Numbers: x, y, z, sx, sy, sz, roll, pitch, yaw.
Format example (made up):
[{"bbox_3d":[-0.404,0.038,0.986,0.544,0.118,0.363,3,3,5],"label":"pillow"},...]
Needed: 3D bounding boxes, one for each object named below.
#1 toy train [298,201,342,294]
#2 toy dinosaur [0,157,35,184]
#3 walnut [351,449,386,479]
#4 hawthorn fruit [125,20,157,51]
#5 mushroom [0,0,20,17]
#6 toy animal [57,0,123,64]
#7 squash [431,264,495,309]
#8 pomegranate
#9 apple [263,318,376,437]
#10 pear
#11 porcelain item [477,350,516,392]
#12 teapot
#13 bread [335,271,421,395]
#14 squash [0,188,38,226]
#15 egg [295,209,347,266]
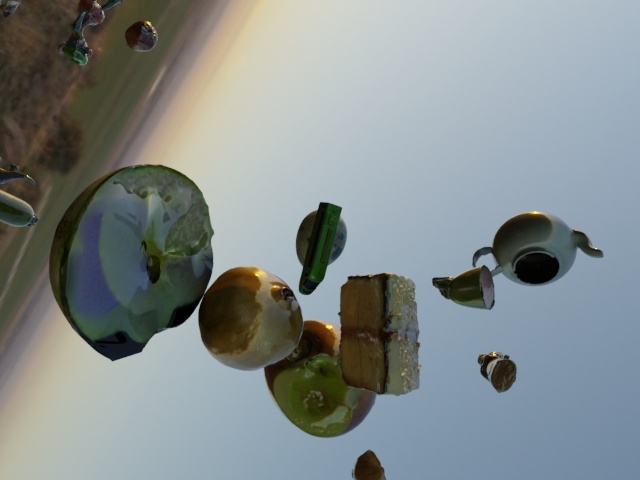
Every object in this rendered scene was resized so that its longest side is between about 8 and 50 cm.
[{"bbox_3d":[0.000,0.021,1.556,0.042,0.044,0.209,6,-99,57],"label":"toy train"},{"bbox_3d":[-0.977,-0.160,2.068,0.075,0.247,0.188,69,44,-81],"label":"toy dinosaur"},{"bbox_3d":[0.091,0.460,1.376,0.121,0.052,0.091,107,-35,-67],"label":"walnut"},{"bbox_3d":[-0.427,-0.485,1.678,0.077,0.077,0.077,-53,-164,23],"label":"hawthorn fruit"},{"bbox_3d":[-0.704,-0.500,1.443,0.187,0.061,0.060,-12,156,-50],"label":"mushroom"},{"bbox_3d":[-0.581,-0.547,1.766,0.208,0.100,0.103,-57,-177,-5],"label":"toy animal"},{"bbox_3d":[0.319,0.114,1.609,0.132,0.105,0.105,-9,-137,28],"label":"squash"},{"bbox_3d":[-0.147,0.167,1.478,0.233,0.233,0.233,-53,-164,23],"label":"pomegranate"},{"bbox_3d":[-0.001,0.432,2.287,0.384,0.374,0.374,23,-97,54],"label":"apple"},{"bbox_3d":[-0.397,0.024,1.405,0.165,0.399,0.399,12,-114,30],"label":"pear"},{"bbox_3d":[0.400,0.291,1.629,0.213,0.054,0.084,-10,121,-88],"label":"porcelain item"},{"bbox_3d":[0.500,0.027,1.654,0.294,0.193,0.129,-14,-144,21],"label":"teapot"},{"bbox_3d":[0.113,0.203,1.551,0.236,0.198,0.264,29,59,-78],"label":"bread"},{"bbox_3d":[-0.701,-0.086,1.486,0.069,0.258,0.069,-16,-121,29],"label":"squash"},{"bbox_3d":[0.000,0.000,1.971,0.182,0.141,0.141,-67,-165,1],"label":"egg"}]
